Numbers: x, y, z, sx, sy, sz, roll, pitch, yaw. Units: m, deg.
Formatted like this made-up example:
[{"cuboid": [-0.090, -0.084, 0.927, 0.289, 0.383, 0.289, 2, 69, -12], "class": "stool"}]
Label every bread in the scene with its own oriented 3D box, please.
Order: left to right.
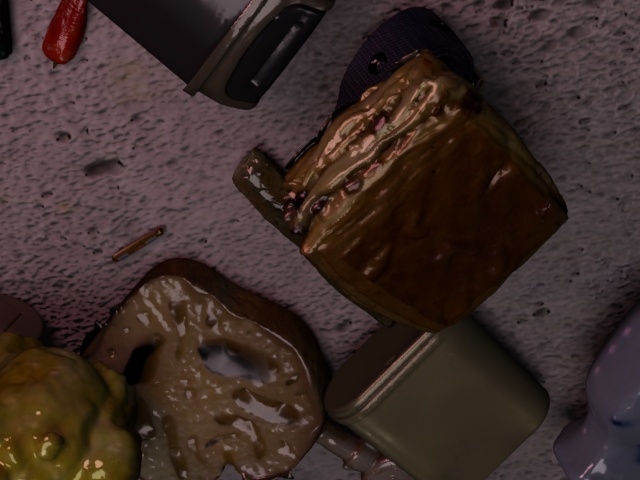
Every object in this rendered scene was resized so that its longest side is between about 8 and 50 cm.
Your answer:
[{"cuboid": [0.115, -0.058, 1.413, 0.277, 0.167, 0.324, -44, 132, 13], "class": "bread"}]

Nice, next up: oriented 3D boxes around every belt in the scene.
[{"cuboid": [0.098, -0.178, 1.507, 0.139, 0.126, 0.230, 7, 124, -32], "class": "belt"}]

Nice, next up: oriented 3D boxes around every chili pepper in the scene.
[{"cuboid": [-0.316, -0.292, 1.523, 0.045, 0.027, 0.178, 25, 115, -9], "class": "chili pepper"}]

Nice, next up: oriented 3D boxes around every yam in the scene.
[{"cuboid": [0.000, 0.000, 1.641, 0.317, 0.071, 0.067, 44, 76, -18], "class": "yam"}]

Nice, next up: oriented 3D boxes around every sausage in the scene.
[{"cuboid": [-0.258, 0.006, 1.690, 0.100, 0.015, 0.015, -30, 113, 18], "class": "sausage"}]

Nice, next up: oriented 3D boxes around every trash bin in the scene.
[{"cuboid": [-0.147, -0.308, 1.421, 0.290, 0.182, 0.209, 36, 116, -10], "class": "trash bin"}, {"cuboid": [0.171, 0.224, 1.707, 0.247, 0.121, 0.243, 41, 97, -21], "class": "trash bin"}]

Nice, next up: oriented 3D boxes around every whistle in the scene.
[{"cuboid": [0.083, 0.344, 1.829, 0.220, 0.057, 0.107, 35, 115, -16], "class": "whistle"}]

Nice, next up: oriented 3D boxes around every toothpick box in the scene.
[{"cuboid": [-0.485, 0.178, 1.747, 0.111, 0.111, 0.181, 23, 119, -9], "class": "toothpick box"}]

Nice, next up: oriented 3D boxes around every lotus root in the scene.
[{"cuboid": [-0.182, 0.205, 1.747, 0.390, 0.111, 0.375, -4, 117, 10], "class": "lotus root"}]

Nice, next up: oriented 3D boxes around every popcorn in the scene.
[{"cuboid": [-0.395, 0.282, 1.585, 0.312, 0.312, 0.312, 2, 119, 3], "class": "popcorn"}]

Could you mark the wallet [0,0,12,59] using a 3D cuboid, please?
[{"cuboid": [-0.471, -0.382, 1.474, 0.172, 0.045, 0.318, 3, 118, -1], "class": "wallet"}]

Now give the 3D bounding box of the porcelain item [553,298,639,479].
[{"cuboid": [0.504, 0.185, 1.648, 0.242, 0.178, 0.405, 25, 115, -9], "class": "porcelain item"}]
